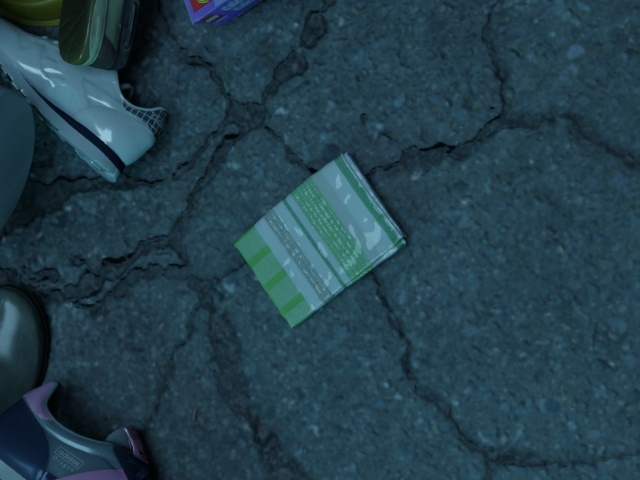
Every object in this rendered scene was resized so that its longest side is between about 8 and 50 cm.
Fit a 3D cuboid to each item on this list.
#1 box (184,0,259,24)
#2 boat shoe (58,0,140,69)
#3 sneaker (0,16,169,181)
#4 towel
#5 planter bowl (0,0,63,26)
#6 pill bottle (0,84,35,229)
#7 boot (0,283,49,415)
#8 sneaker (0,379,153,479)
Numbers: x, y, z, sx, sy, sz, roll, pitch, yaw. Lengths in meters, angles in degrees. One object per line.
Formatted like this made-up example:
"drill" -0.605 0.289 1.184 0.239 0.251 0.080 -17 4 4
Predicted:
"box" -0.090 -0.385 1.484 0.201 0.057 0.293 -26 79 42
"boat shoe" -0.207 -0.280 1.529 0.080 0.073 0.223 9 87 47
"sneaker" -0.261 -0.163 1.577 0.235 0.090 0.095 42 84 15
"towel" 0.000 0.000 1.504 0.152 0.023 0.113 -38 75 18
"planter bowl" -0.305 -0.337 1.583 0.217 0.090 0.217 -1 88 20
"pill bottle" -0.507 -0.134 1.533 0.407 0.229 0.229 21 96 14
"boot" -0.368 0.168 1.558 0.083 0.161 0.246 18 95 19
"sneaker" -0.195 0.261 1.528 0.319 0.112 0.131 34 74 7
